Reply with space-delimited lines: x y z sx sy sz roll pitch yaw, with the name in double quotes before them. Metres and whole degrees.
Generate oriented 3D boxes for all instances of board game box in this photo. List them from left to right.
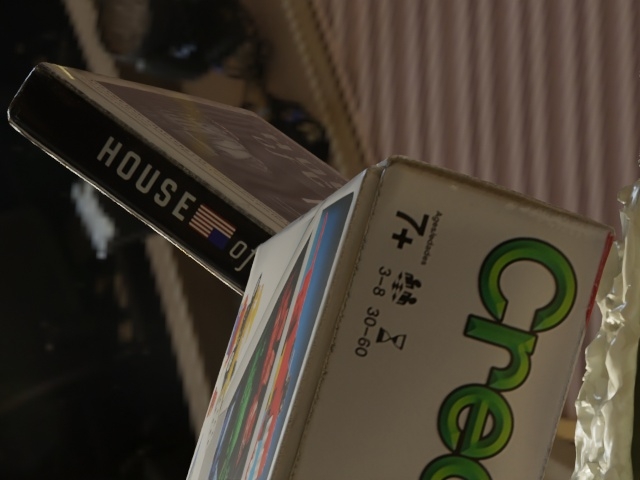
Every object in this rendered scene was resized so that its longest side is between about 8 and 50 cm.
"board game box" -0.024 0.141 0.433 0.193 0.053 0.305 153 -45 -81

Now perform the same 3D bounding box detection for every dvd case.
"dvd case" 0.000 0.000 0.750 0.179 0.239 0.029 35 -81 13

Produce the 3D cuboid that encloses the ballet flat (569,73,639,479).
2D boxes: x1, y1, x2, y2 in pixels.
"ballet flat" 0.167 -0.009 0.658 0.147 0.147 0.408 -1 -110 41
